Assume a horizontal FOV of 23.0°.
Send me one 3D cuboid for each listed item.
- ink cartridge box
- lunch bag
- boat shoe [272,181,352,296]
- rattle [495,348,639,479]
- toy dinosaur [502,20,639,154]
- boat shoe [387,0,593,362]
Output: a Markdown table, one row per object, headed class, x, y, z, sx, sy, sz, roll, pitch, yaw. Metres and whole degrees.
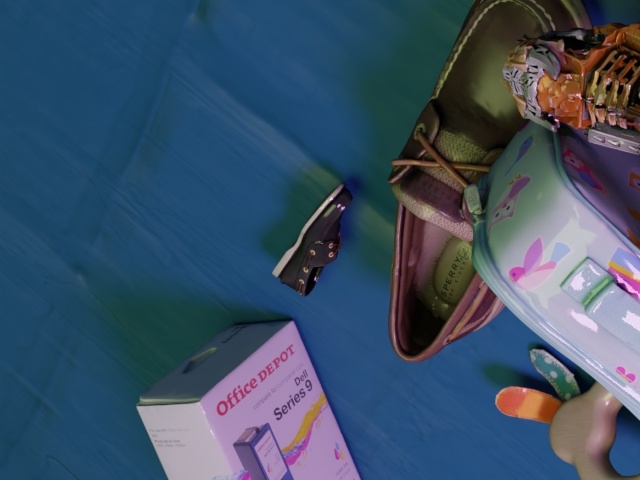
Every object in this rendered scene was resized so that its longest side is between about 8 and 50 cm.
| class | x | y | z | sx | sy | sz | roll | pitch | yaw |
| --- | --- | --- | --- | --- | --- | --- | --- | --- | --- |
| ink cartridge box | -0.061 | 0.202 | 1.477 | 0.093 | 0.154 | 0.212 | -10 | 110 | 41 |
| lunch bag | 0.221 | 0.037 | 1.074 | 0.279 | 0.224 | 0.108 | 37 | 114 | -10 |
| boat shoe | 0.001 | -0.001 | 1.381 | 0.042 | 0.049 | 0.133 | 38 | 135 | 6 |
| rattle | 0.261 | 0.159 | 1.293 | 0.199 | 0.142 | 0.130 | 1 | 85 | 54 |
| toy dinosaur | 0.284 | -0.081 | 0.994 | 0.322 | 0.218 | 0.164 | 34 | 131 | 16 |
| boat shoe | 0.116 | -0.045 | 1.211 | 0.123 | 0.123 | 0.342 | 31 | 131 | 18 |
